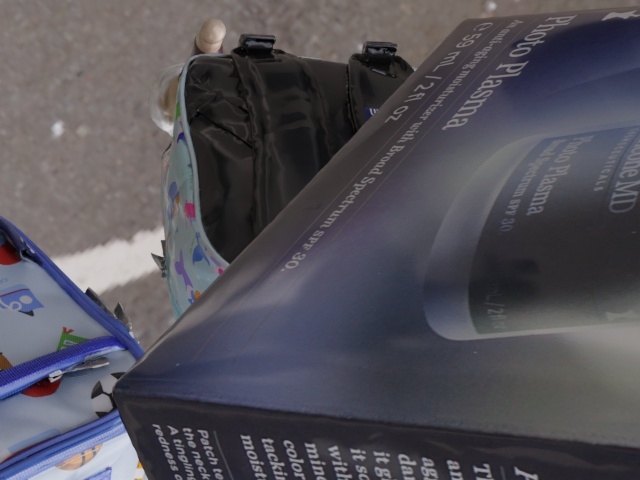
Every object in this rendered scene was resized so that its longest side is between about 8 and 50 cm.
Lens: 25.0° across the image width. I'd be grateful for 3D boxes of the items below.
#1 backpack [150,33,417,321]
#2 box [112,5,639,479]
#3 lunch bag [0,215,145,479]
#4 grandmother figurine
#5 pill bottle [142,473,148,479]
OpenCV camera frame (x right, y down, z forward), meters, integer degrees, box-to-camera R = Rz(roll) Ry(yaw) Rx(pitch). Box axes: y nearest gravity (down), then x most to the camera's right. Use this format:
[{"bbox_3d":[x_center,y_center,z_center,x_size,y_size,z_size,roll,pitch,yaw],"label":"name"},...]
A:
[{"bbox_3d":[0.000,0.000,0.988,0.225,0.253,0.191,3,127,-15],"label":"backpack"},{"bbox_3d":[0.141,0.042,0.538,0.296,0.294,0.183,-49,130,-43],"label":"box"},{"bbox_3d":[-0.250,0.101,0.836,0.303,0.243,0.115,-23,139,-35],"label":"lunch bag"},{"bbox_3d":[-0.113,-0.143,1.617,0.104,0.342,0.208,5,100,-22],"label":"grandmother figurine"},{"bbox_3d":[-0.282,0.219,1.045,0.361,0.204,0.204,-6,144,-22],"label":"pill bottle"}]
